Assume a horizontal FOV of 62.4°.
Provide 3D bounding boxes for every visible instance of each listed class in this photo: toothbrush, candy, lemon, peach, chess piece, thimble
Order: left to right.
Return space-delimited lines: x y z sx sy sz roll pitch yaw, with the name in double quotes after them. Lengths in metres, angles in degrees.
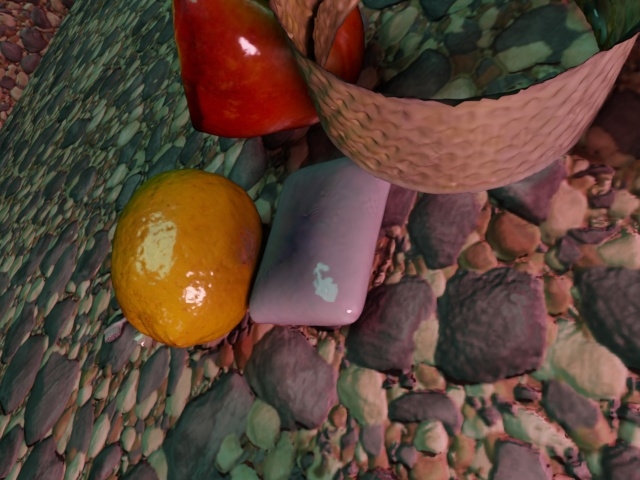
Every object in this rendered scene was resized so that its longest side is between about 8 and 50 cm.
-0.231 0.082 0.727 0.219 0.016 0.019 -36 46 21 "toothbrush"
-0.207 0.102 0.678 0.093 0.042 0.042 -51 40 17 "chess piece"
-0.142 0.018 0.573 0.170 0.170 0.207 -16 59 37 "lemon"
-0.077 -0.229 0.618 0.275 0.245 0.248 -8 62 69 "peach"
0.000 0.000 0.518 0.138 0.071 0.174 -7 58 42 "candy"
0.102 -0.176 0.401 0.271 0.150 0.270 -4 69 11 "thimble"
